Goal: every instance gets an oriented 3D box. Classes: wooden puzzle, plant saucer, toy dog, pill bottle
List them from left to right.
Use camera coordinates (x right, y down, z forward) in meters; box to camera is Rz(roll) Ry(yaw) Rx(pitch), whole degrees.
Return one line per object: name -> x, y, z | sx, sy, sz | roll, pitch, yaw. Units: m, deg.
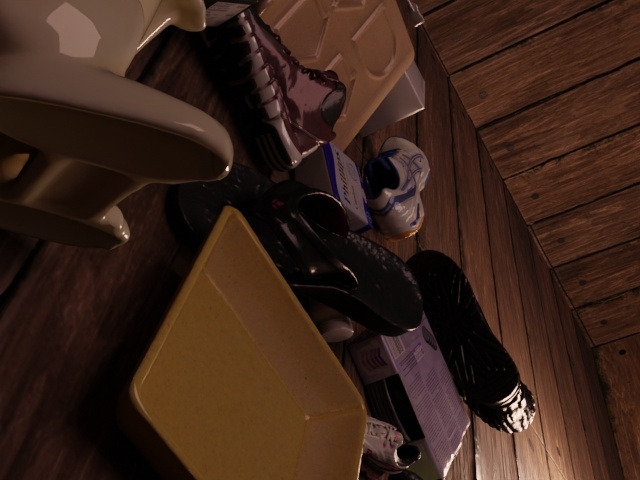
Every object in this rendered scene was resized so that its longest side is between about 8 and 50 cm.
toy dog -> -0.232, -0.239, 0.618 | 0.396, 0.284, 0.407 | 14, 68, -20
plant saucer -> -0.076, 0.178, 0.853 | 0.332, 0.081, 0.332 | 58, 24, -22
pill bottle -> 0.013, 0.083, 1.176 | 0.065, 0.065, 0.116 | 35, 38, -53
wooden puzzle -> 0.019, -0.339, 1.391 | 0.322, 0.081, 0.347 | -53, 140, -27

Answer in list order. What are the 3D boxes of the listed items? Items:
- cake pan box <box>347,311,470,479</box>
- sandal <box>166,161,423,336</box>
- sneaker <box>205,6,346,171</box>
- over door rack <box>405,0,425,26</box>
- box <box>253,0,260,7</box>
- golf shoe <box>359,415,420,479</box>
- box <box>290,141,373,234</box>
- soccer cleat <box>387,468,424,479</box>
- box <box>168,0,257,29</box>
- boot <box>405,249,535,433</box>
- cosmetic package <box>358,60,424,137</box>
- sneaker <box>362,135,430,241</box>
cake pan box -> 0.153, 0.242, 1.347 | 0.245, 0.070, 0.267 | 65, 21, 0
sandal -> 0.001, -0.002, 1.073 | 0.446, 0.107, 0.167 | 24, 47, -40
sneaker -> -0.056, -0.255, 1.211 | 0.163, 0.106, 0.281 | -30, 108, -30
over door rack -> 0.020, -0.469, 1.492 | 0.324, 0.240, 0.108 | 57, 17, -23
box -> -0.194, -0.494, 1.275 | 0.322, 0.059, 0.232 | 57, 24, -27
golf shoe -> 0.063, 0.257, 1.095 | 0.186, 0.086, 0.067 | 44, 32, -42
box -> 0.016, -0.082, 1.337 | 0.137, 0.072, 0.126 | 33, 39, -54
soccer cleat -> 0.143, 0.407, 1.171 | 0.178, 0.060, 0.072 | 65, 23, -12
box -> -0.256, -0.402, 0.930 | 0.395, 0.097, 0.318 | -24, 90, -61
boot -> 0.282, 0.203, 1.593 | 0.348, 0.131, 0.260 | 64, 8, 29
cosmetic package -> 0.069, -0.421, 1.687 | 0.365, 0.155, 0.197 | 57, 20, -22
sneaker -> 0.146, -0.138, 1.647 | 0.131, 0.112, 0.296 | 52, 25, -33
